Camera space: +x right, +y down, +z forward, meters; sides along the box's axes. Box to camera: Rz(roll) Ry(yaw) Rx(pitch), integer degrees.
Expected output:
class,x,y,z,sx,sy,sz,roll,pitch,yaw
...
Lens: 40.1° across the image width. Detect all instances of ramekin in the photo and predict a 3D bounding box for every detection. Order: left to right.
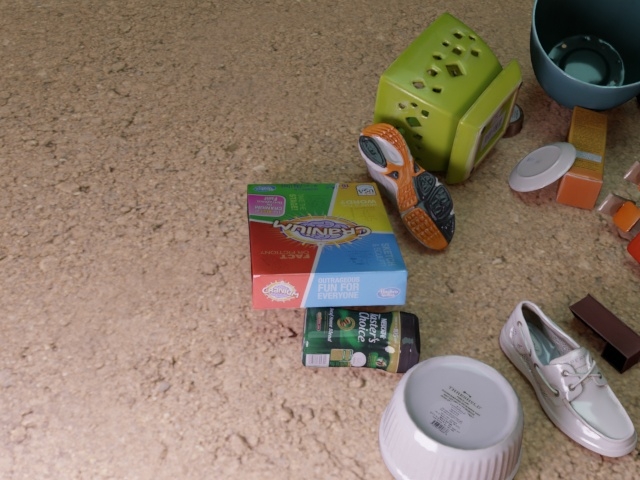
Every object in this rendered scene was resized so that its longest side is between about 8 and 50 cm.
class,x,y,z,sx,sy,sz,roll,pitch,yaw
ramekin,0.191,0.259,1.245,0.207,0.109,0.207,3,44,-3

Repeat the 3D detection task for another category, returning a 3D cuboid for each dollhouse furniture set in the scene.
class,x,y,z,sx,sy,sz,roll,pitch,yaw
dollhouse furniture set,0.629,-0.055,1.488,0.135,0.259,0.262,13,31,-40

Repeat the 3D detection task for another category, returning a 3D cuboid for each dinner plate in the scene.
class,x,y,z,sx,sy,sz,roll,pitch,yaw
dinner plate,0.424,-0.147,1.690,0.141,0.017,0.141,-30,25,16

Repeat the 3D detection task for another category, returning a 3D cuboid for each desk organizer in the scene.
class,x,y,z,sx,sy,sz,roll,pitch,yaw
desk organizer,0.462,0.151,1.424,0.050,0.047,0.130,-26,52,-25

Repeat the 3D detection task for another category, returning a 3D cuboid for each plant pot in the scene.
class,x,y,z,sx,sy,sz,roll,pitch,yaw
plant pot,0.249,-0.258,1.690,0.207,0.227,0.228,32,63,18
plant pot,0.567,-0.400,1.812,0.292,0.235,0.293,-1,75,4

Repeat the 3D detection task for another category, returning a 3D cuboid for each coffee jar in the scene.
class,x,y,z,sx,sy,sz,roll,pitch,yaw
coffee jar,0.064,0.153,1.364,0.184,0.079,0.096,4,43,-1

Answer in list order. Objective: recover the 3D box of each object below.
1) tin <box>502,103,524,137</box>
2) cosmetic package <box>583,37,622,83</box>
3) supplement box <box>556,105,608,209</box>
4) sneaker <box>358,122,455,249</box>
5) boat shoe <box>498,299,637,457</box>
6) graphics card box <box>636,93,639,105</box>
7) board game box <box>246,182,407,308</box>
class,x,y,z,sx,sy,sz,roll,pitch,yaw
tin,0.336,-0.270,1.857,0.189,0.040,0.106,11,40,7
cosmetic package,0.711,-0.421,1.996,0.237,0.107,0.127,15,48,7
supplement box,0.520,-0.167,1.735,0.080,0.078,0.233,13,45,8
sneaker,0.163,-0.091,1.619,0.099,0.121,0.263,-28,74,-5
boat shoe,0.374,0.202,1.327,0.098,0.096,0.277,-21,50,-25
graphics card box,0.889,-0.365,1.858,0.370,0.233,0.094,-1,49,-5
board game box,0.000,0.000,1.473,0.242,0.064,0.317,-1,30,-6
